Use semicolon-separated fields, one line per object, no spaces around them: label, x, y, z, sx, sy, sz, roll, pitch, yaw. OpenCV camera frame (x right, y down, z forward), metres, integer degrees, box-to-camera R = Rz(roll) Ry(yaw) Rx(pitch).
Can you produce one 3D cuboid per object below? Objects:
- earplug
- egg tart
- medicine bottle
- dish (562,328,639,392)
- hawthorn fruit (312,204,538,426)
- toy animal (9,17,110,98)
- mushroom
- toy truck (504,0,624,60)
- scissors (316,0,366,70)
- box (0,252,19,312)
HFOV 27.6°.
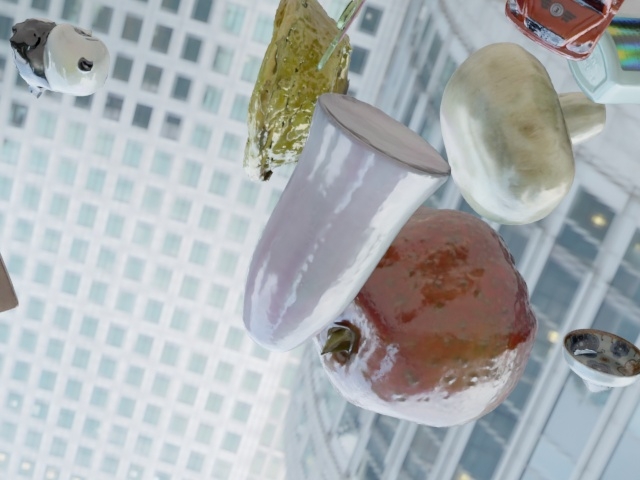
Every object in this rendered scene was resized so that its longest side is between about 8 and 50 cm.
earplug;0.000;0.000;1.506;0.172;0.301;0.172;28;-160;-11
egg tart;-0.029;-0.254;2.131;0.132;0.345;0.345;13;-153;6
medicine bottle;0.443;-0.245;1.753;0.229;0.083;0.121;-4;-117;-31
dish;0.455;0.213;2.128;0.141;0.078;0.141;10;-152;-5
hawthorn fruit;0.156;0.139;2.230;0.403;0.403;0.403;15;-153;-8
toy animal;-0.475;-0.337;2.425;0.179;0.138;0.166;6;171;19
mushroom;0.298;-0.155;1.859;0.234;0.260;0.254;-16;-127;-8
toy truck;0.292;-0.315;1.330;0.107;0.252;0.114;33;-179;7
scissors;0.048;-0.347;1.988;0.020;0.133;0.187;31;-130;-1
box;-0.464;0.051;1.839;0.048;0.115;0.025;-16;-148;-4
